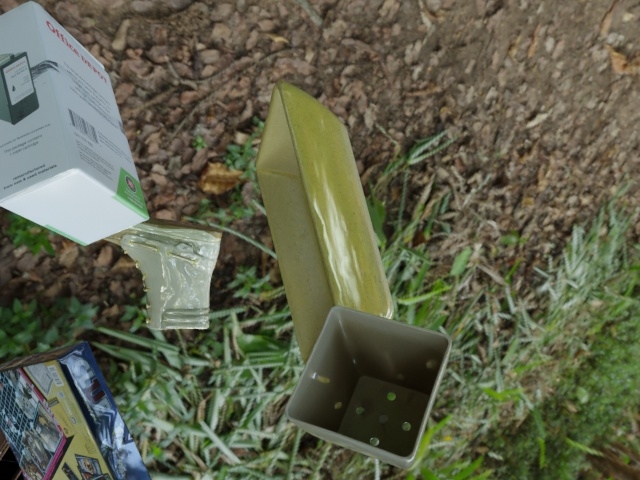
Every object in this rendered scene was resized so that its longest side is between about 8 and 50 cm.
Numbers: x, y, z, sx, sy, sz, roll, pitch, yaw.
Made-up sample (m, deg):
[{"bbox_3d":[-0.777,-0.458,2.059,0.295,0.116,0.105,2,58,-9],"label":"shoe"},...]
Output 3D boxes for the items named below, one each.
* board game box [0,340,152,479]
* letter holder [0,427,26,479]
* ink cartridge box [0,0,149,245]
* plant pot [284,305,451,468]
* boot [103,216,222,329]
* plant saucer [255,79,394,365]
[{"bbox_3d":[-0.271,0.240,0.686,0.042,0.165,0.243,-33,105,-56],"label":"board game box"},{"bbox_3d":[-0.597,0.358,0.849,0.214,0.302,0.151,-83,179,-64],"label":"letter holder"},{"bbox_3d":[-0.385,-0.165,0.918,0.122,0.289,0.211,-23,160,5],"label":"ink cartridge box"},{"bbox_3d":[0.049,0.136,0.536,0.109,0.109,0.096,-64,154,-29],"label":"plant pot"},{"bbox_3d":[-0.323,0.060,1.144,0.095,0.262,0.203,-111,-151,-82],"label":"boot"},{"bbox_3d":[0.000,0.000,0.812,0.081,0.332,0.333,-13,172,-12],"label":"plant saucer"}]
